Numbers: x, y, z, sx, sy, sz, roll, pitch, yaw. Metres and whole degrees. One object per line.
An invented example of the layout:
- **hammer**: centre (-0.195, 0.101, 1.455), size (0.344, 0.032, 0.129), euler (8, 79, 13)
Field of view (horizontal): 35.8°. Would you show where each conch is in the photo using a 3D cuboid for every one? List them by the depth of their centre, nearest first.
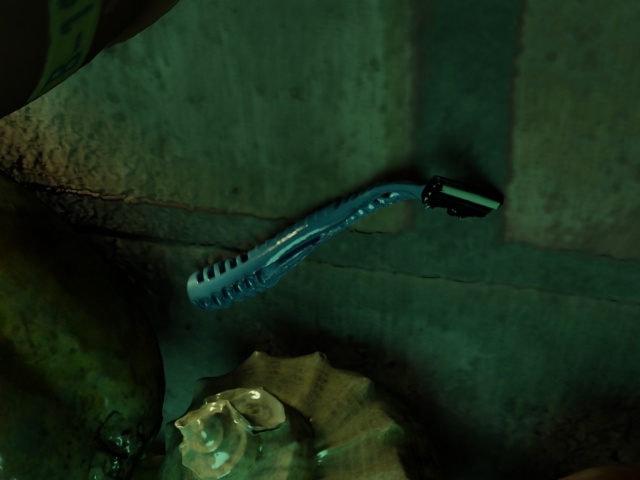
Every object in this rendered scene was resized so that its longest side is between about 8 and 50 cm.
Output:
- **conch**: centre (0.007, 0.171, 0.762), size (0.210, 0.159, 0.291), euler (6, 167, 37)

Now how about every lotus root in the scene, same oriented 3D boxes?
- **lotus root**: centre (-0.272, 0.073, 0.713), size (0.346, 0.250, 0.250), euler (39, 132, -5)

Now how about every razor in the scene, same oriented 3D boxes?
- **razor**: centre (0.000, 0.000, 0.692), size (0.253, 0.042, 0.082), euler (-24, 159, 36)

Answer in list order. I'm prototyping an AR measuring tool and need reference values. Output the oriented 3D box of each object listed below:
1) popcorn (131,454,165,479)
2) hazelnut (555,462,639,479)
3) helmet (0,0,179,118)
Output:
- **popcorn**: centre (-0.165, 0.335, 0.903), size (0.237, 0.251, 0.206), euler (7, 138, 19)
- **hazelnut**: centre (0.240, 0.318, 0.709), size (0.372, 0.315, 0.372), euler (-12, 166, -3)
- **helmet**: centre (-0.241, -0.179, 0.459), size (0.337, 0.230, 0.385), euler (32, 145, -5)
